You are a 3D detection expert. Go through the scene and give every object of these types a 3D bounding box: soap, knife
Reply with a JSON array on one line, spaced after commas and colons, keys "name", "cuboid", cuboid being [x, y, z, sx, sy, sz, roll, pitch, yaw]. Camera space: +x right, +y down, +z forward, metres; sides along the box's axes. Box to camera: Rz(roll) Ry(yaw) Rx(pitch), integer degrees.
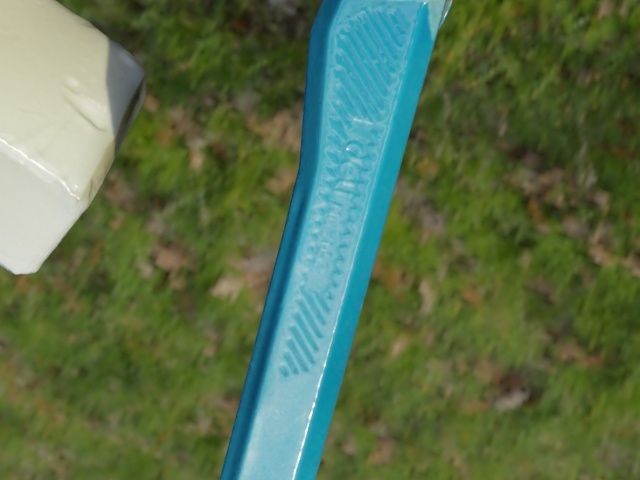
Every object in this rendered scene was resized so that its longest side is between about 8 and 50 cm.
[{"name": "soap", "cuboid": [-0.171, -0.081, 0.794, 0.183, 0.121, 0.064, 36, 121, -12]}, {"name": "knife", "cuboid": [0.000, 0.000, 0.618, 0.044, 0.296, 0.026, 16, 172, -2]}]
